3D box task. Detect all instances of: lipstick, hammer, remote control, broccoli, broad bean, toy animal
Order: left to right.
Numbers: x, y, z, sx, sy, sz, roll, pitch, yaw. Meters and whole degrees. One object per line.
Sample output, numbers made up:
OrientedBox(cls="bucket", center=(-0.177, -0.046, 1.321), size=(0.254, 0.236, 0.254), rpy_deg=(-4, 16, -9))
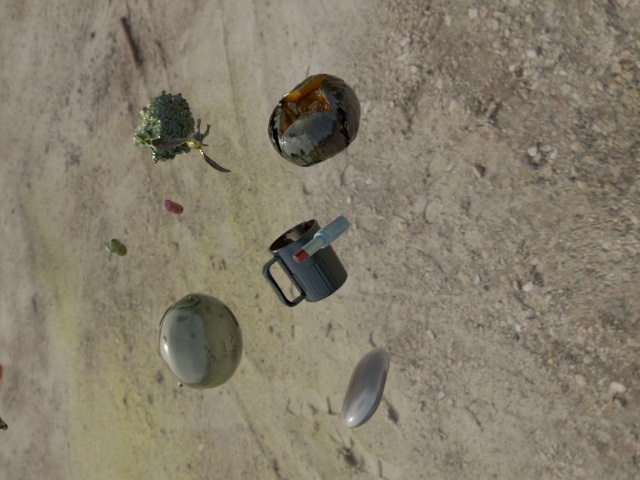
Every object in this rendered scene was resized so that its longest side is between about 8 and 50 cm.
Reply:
OrientedBox(cls="broad bean", center=(-0.682, 0.023, 1.597), size=(0.045, 0.083, 0.063), rpy_deg=(-37, 69, 3))
OrientedBox(cls="broccoli", center=(-0.598, -0.421, 1.765), size=(0.246, 0.288, 0.247), rpy_deg=(-7, 110, 11))
OrientedBox(cls="hammer", center=(-0.505, -0.113, 1.627), size=(0.043, 0.083, 0.043), rpy_deg=(-4, 79, 20))
OrientedBox(cls="toy animal", center=(-0.322, -0.270, 1.255), size=(0.095, 0.219, 0.155), rpy_deg=(-42, 38, 35))
OrientedBox(cls="lipstick", center=(0.000, 0.000, 1.619), size=(0.061, 0.274, 0.068), rpy_deg=(43, 139, 10))
OrientedBox(cls="remote control", center=(0.167, 0.542, 1.766), size=(0.103, 0.332, 0.221), rpy_deg=(35, 132, -5))

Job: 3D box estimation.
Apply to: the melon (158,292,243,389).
OrientedBox(cls="melon", center=(-0.386, 0.323, 1.548), size=(0.269, 0.269, 0.330), rpy_deg=(12, 118, 44))

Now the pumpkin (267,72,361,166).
OrientedBox(cls="pumpkin", center=(-0.017, -0.383, 1.522), size=(0.321, 0.192, 0.320), rpy_deg=(-17, 53, 25))

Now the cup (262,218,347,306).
OrientedBox(cls="cup", center=(-0.060, 0.109, 2.038), size=(0.242, 0.308, 0.292), rpy_deg=(-17, 113, 42))

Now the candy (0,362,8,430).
OrientedBox(cls="candy", center=(-0.493, 0.175, 0.534), size=(0.255, 0.255, 0.094), rpy_deg=(-31, 54, 41))

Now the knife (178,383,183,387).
OrientedBox(cls="knife", center=(-0.526, 0.491, 1.924), size=(0.018, 0.035, 0.247), rpy_deg=(-116, 49, -72))
